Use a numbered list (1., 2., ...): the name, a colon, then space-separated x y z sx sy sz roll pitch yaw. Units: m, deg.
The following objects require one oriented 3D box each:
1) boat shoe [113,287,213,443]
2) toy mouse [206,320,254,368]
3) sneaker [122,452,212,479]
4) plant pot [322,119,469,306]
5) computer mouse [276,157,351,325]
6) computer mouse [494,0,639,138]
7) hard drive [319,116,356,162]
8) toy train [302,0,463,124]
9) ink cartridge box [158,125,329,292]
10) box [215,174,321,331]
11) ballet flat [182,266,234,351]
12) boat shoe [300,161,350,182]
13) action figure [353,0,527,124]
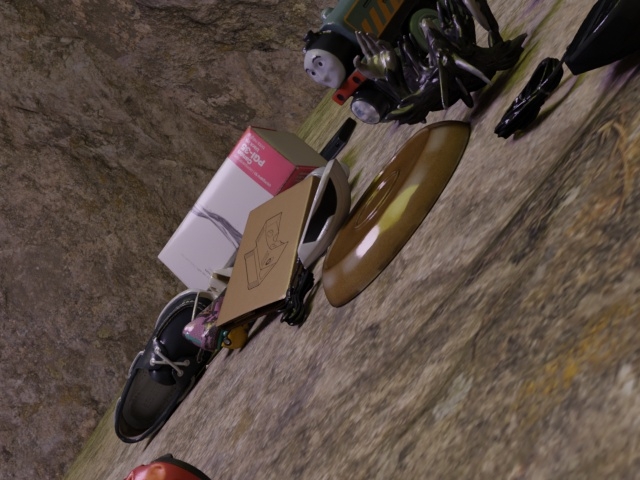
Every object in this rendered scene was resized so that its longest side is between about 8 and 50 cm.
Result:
1. boat shoe: -0.254 0.216 1.613 0.091 0.114 0.302 -69 5 -65
2. toy mouse: -0.103 0.102 1.430 0.161 0.031 0.143 -56 7 28
3. sneaker: -0.194 0.306 0.868 0.276 0.098 0.135 -47 8 35
4. plant pot: 0.069 -0.036 1.014 0.236 0.032 0.236 -52 8 10
5. computer mouse: 0.000 0.000 1.125 0.106 0.042 0.193 -61 -10 -71
6. computer mouse: 0.189 -0.126 0.698 0.071 0.041 0.242 -59 2 -20
7. hard drive: 0.018 -0.179 1.966 0.135 0.022 0.094 -48 10 36
8. toy train: 0.103 -0.329 1.480 0.334 0.190 0.142 -58 8 -28
9. ink cartridge box: -0.123 -0.047 1.672 0.283 0.117 0.207 -52 -14 14
10. box: -0.071 0.018 1.359 0.164 0.021 0.201 -27 40 47
11. ballet flat: -0.154 0.092 1.545 0.221 0.079 0.076 -57 -14 -52
12. boat shoe: -0.028 -0.041 1.514 0.226 0.083 0.076 -37 0 39
13. action figure: 0.119 -0.205 1.036 0.164 0.141 0.275 -36 9 10
